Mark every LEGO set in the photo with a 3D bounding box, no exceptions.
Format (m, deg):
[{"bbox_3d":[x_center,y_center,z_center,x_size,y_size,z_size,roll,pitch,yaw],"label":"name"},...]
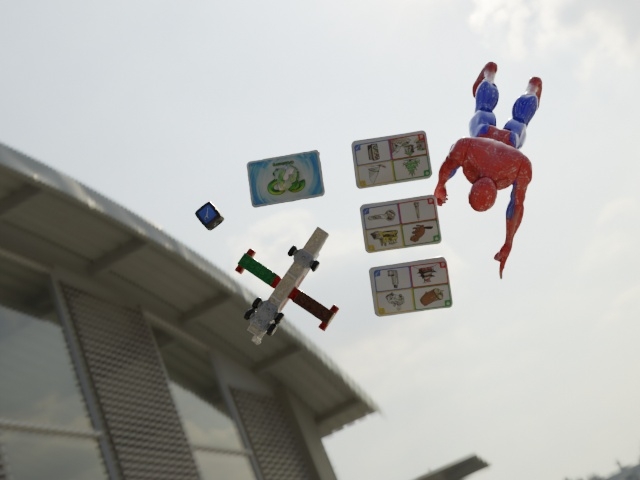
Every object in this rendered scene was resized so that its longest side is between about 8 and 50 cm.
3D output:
[{"bbox_3d":[0.000,0.000,1.031,0.244,0.183,0.060,-9,-12,6],"label":"LEGO set"}]

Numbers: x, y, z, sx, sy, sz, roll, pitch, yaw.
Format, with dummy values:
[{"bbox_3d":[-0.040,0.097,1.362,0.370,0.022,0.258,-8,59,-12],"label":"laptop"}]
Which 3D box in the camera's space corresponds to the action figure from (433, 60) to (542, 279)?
[{"bbox_3d":[0.170,-0.072,1.047,0.280,0.091,0.139,-61,-13,-60],"label":"action figure"}]
